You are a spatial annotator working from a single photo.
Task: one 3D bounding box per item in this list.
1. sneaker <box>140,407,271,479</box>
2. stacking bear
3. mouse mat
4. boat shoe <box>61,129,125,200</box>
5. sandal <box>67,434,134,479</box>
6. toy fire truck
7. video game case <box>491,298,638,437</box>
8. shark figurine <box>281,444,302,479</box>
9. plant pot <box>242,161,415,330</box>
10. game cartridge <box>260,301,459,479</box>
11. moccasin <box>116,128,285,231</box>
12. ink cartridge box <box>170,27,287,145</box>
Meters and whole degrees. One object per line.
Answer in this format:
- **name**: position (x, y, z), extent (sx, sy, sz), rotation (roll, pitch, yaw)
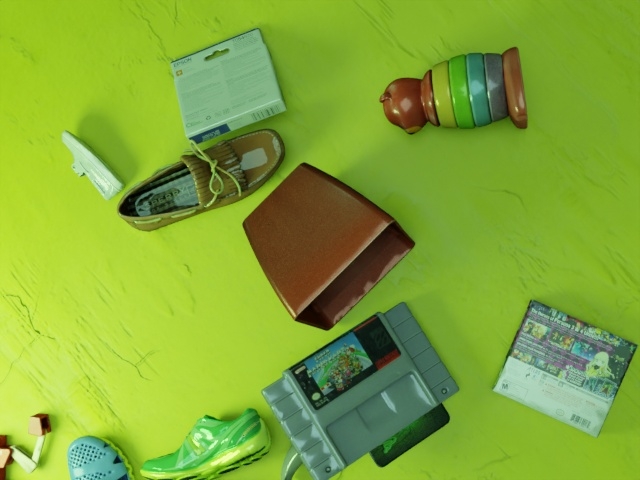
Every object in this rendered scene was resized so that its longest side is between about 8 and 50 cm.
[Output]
- **sneaker**: position (-0.245, 0.443, 1.790), extent (0.295, 0.109, 0.123), rotation (-21, 60, 9)
- **stacking bear**: position (0.270, -0.295, 1.721), extent (0.289, 0.175, 0.164), rotation (-7, 89, 14)
- **mouse mat**: position (0.161, 0.364, 1.753), extent (0.190, 0.007, 0.152), rotation (-32, 85, -11)
- **boat shoe**: position (-0.516, -0.165, 1.856), extent (0.184, 0.066, 0.063), rotation (45, 92, -3)
- **sandal**: position (-0.459, 0.568, 1.782), extent (0.126, 0.138, 0.317), rotation (-25, 84, 7)
- **toy fire truck**: position (-0.673, 0.481, 1.853), extent (0.135, 0.047, 0.192), rotation (1, 89, 6)
- **video game case**: position (0.501, 0.262, 1.724), extent (0.232, 0.042, 0.210), rotation (23, 91, 7)
- **shark figurine**: position (-0.033, 0.457, 1.747), extent (0.166, 0.116, 0.278), rotation (36, 90, 8)
- **plant pot**: position (0.000, 0.000, 1.699), extent (0.267, 0.267, 0.236), rotation (-46, 71, 3)
- **game cartridge**: position (0.082, 0.304, 1.710), extent (0.355, 0.068, 0.230), rotation (-31, 88, -15)
- **moccasin**: position (-0.255, -0.135, 1.776), extent (0.380, 0.147, 0.139), rotation (-18, 86, 6)
- **ink cartridge box**: position (-0.202, -0.334, 1.811), extent (0.223, 0.045, 0.224), rotation (-20, 59, 6)
